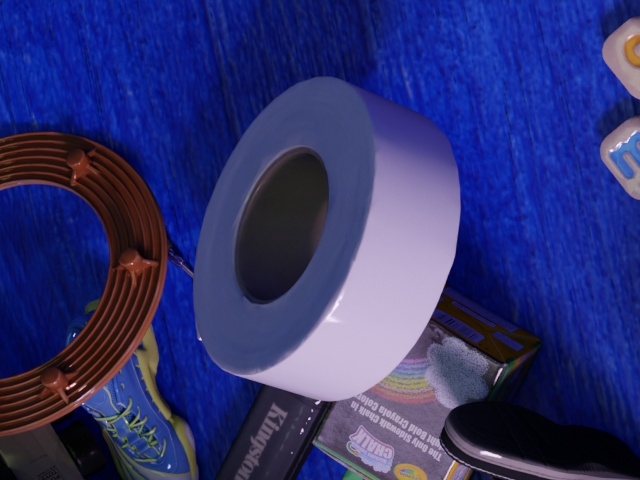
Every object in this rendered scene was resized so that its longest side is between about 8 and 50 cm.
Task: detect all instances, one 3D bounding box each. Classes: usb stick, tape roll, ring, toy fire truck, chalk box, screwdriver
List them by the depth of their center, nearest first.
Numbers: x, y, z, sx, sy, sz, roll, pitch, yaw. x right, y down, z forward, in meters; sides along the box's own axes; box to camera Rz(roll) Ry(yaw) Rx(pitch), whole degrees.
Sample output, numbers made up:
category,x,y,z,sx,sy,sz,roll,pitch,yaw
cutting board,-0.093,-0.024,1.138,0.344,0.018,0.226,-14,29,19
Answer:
category,x,y,z,sx,sy,sz,roll,pitch,yaw
tape roll,0.000,0.000,1.652,0.286,0.100,0.286,-32,49,45
chalk box,0.091,0.161,1.698,0.132,0.132,0.213,31,107,16
usb stick,-0.044,0.194,1.802,0.077,0.045,0.278,32,107,16
ring,-0.314,0.035,1.815,0.336,0.032,0.336,-8,62,16
screwdriver,-0.129,0.033,1.841,0.170,0.025,0.024,40,108,5
toy fire truck,-0.309,0.270,1.886,0.158,0.246,0.217,-31,86,-19

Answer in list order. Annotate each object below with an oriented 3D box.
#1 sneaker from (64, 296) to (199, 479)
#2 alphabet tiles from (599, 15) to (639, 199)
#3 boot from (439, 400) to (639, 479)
category,x,y,z,sx,sy,sz,roll,pitch,yaw
sneaker,-0.203,0.175,1.823,0.091,0.126,0.240,-21,87,23
alphabet tiles,0.392,-0.116,1.602,0.284,0.021,0.278,-41,80,21
boot,0.167,0.242,1.635,0.178,0.236,0.085,-55,42,23
